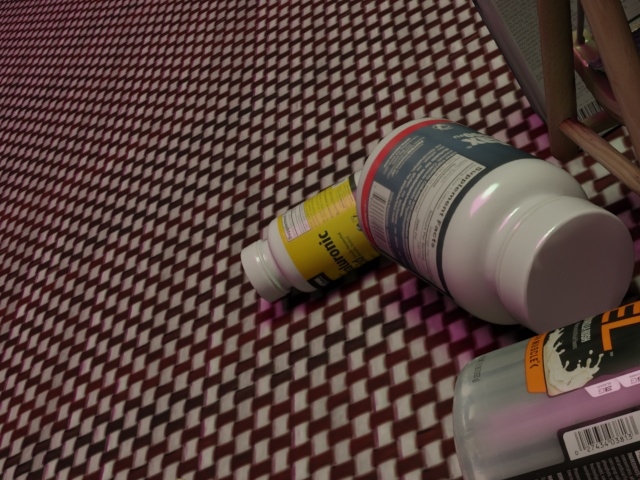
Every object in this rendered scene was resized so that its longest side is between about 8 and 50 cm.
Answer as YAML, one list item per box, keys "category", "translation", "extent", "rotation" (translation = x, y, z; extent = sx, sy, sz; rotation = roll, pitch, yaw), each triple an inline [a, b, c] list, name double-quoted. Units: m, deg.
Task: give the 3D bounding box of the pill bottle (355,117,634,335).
- category: "pill bottle"
  translation: [0.109, -0.008, 0.690]
  extent: [0.108, 0.108, 0.180]
  rotation: [-42, 33, -8]

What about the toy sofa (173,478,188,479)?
- category: "toy sofa"
  translation: [0.058, 0.214, 0.415]
  extent: [0.362, 0.150, 0.177]
  rotation: [-7, 41, 39]

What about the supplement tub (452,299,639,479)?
- category: "supplement tub"
  translation: [0.168, 0.083, 0.508]
  extent: [0.190, 0.117, 0.117]
  rotation: [-23, 35, 21]

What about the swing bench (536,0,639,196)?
- category: "swing bench"
  translation: [0.243, -0.167, 0.581]
  extent: [0.253, 0.254, 0.165]
  rotation: [-25, 32, -4]

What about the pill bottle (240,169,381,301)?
- category: "pill bottle"
  translation: [0.000, 0.000, 0.827]
  extent: [0.116, 0.065, 0.065]
  rotation: [-29, 33, 14]

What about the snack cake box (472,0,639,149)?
- category: "snack cake box"
  translation: [0.245, -0.203, 0.763]
  extent: [0.264, 0.152, 0.089]
  rotation: [-33, 32, 7]
